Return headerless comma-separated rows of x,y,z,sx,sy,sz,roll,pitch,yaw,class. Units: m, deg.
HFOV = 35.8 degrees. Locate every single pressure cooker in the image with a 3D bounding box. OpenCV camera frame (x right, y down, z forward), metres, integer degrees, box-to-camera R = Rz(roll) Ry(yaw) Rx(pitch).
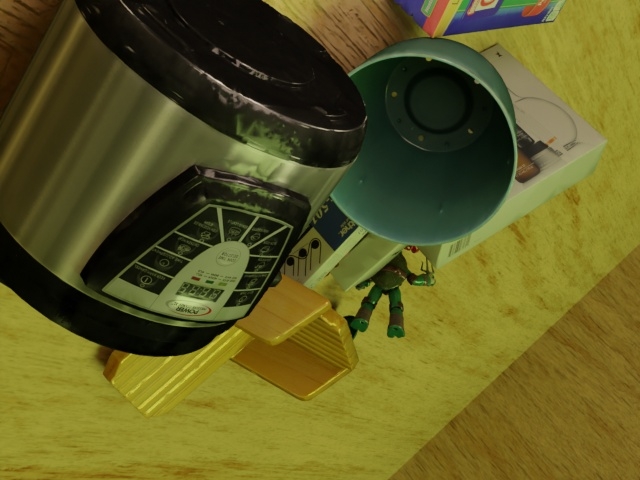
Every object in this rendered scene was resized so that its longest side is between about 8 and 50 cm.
-0.189,-0.073,1.151,0.420,0.370,0.375,-52,176,24,pressure cooker

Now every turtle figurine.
0.145,0.089,2.120,0.118,0.175,0.234,61,37,-47,turtle figurine

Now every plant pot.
0.160,-0.173,1.502,0.293,0.293,0.235,-58,-179,31,plant pot

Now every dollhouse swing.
-0.151,0.230,1.785,0.305,0.315,0.347,-55,159,-18,dollhouse swing

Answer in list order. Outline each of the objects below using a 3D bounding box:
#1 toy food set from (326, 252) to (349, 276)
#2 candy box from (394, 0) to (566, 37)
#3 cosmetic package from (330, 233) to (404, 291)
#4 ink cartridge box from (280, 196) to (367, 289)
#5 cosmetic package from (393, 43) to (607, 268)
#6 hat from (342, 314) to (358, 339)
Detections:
0.020,0.039,1.898,0.078,0.019,0.122,-16,147,-41,toy food set
0.287,-0.455,1.480,0.317,0.122,0.268,-15,144,-40,candy box
0.128,0.007,1.973,0.099,0.060,0.239,-23,164,-50,cosmetic package
0.000,0.000,1.824,0.207,0.097,0.046,-46,154,11,ink cartridge box
0.258,-0.157,1.719,0.377,0.284,0.097,-30,151,-22,cosmetic package
-0.038,0.166,2.118,0.173,0.183,0.208,-38,-164,8,hat
